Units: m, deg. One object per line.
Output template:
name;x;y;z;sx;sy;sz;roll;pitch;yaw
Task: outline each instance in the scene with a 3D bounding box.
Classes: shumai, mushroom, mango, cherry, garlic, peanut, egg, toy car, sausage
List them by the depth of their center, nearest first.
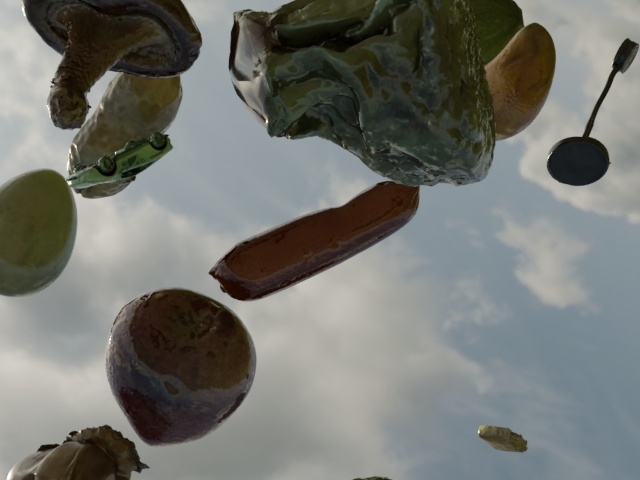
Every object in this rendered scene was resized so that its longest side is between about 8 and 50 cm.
shumai;0.044;-0.152;0.860;0.261;0.222;0.225;51;-150;-50
mushroom;-0.274;-0.213;1.060;0.227;0.148;0.217;11;-130;16
mango;0.259;-0.206;1.250;0.089;0.165;0.115;17;-137;-34
garlic;-0.343;0.375;1.388;0.207;0.256;0.207;6;-100;-35
sausage;0.000;0.000;1.400;0.097;0.348;0.094;44;-158;-84
cherry;-0.216;0.195;1.434;0.239;0.239;0.206;31;-132;-9
toy car;-0.309;-0.116;1.435;0.186;0.093;0.058;-35;-71;-42
peanut;-0.335;-0.188;1.576;0.130;0.290;0.130;35;-160;-15
egg;-0.628;-0.020;1.982;0.218;0.218;0.295;28;-113;-14

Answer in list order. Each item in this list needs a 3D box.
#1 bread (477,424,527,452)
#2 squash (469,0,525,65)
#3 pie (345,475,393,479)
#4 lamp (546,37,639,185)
bread;0.335;0.365;1.714;0.083;0.070;0.035;35;-117;-38
squash;0.217;-0.383;1.752;0.310;0.309;0.310;27;-127;-43
pie;0.103;0.558;1.776;0.371;0.078;0.296;5;-158;-11
lamp;0.562;-0.244;1.791;0.108;0.130;0.371;26;-129;23
